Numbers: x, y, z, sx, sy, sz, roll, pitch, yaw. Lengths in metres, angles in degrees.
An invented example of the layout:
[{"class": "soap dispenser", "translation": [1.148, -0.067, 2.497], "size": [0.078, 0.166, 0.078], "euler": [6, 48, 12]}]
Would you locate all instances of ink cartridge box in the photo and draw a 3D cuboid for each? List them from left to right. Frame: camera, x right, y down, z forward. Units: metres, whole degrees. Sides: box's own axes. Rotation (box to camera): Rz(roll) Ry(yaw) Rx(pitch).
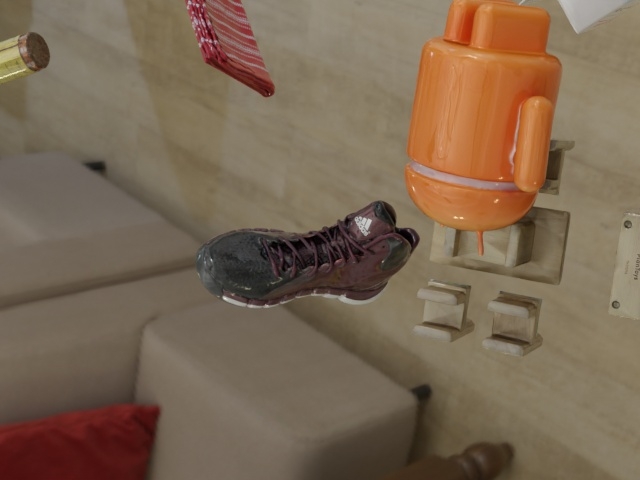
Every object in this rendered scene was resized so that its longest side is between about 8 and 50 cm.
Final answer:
[{"class": "ink cartridge box", "translation": [0.315, -0.276, 1.092], "size": [0.198, 0.115, 0.067], "euler": [-30, 89, 34]}]

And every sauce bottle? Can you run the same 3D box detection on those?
[{"class": "sauce bottle", "translation": [-0.339, -0.178, 1.082], "size": [0.128, 0.042, 0.042], "euler": [-11, 90, 23]}]

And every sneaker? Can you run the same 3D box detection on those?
[{"class": "sneaker", "translation": [0.000, 0.000, 1.258], "size": [0.162, 0.281, 0.106], "euler": [-44, 56, 42]}]

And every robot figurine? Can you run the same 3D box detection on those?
[{"class": "robot figurine", "translation": [0.143, -0.104, 0.948], "size": [0.158, 0.128, 0.219], "euler": [15, 108, 24]}]

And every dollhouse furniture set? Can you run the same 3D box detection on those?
[{"class": "dollhouse furniture set", "translation": [0.237, 0.003, 1.077], "size": [0.242, 0.161, 0.212], "euler": [10, 99, 25]}]

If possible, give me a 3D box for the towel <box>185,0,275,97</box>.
[{"class": "towel", "translation": [-0.149, -0.350, 1.542], "size": [0.031, 0.199, 0.274], "euler": [-24, 75, 17]}]
